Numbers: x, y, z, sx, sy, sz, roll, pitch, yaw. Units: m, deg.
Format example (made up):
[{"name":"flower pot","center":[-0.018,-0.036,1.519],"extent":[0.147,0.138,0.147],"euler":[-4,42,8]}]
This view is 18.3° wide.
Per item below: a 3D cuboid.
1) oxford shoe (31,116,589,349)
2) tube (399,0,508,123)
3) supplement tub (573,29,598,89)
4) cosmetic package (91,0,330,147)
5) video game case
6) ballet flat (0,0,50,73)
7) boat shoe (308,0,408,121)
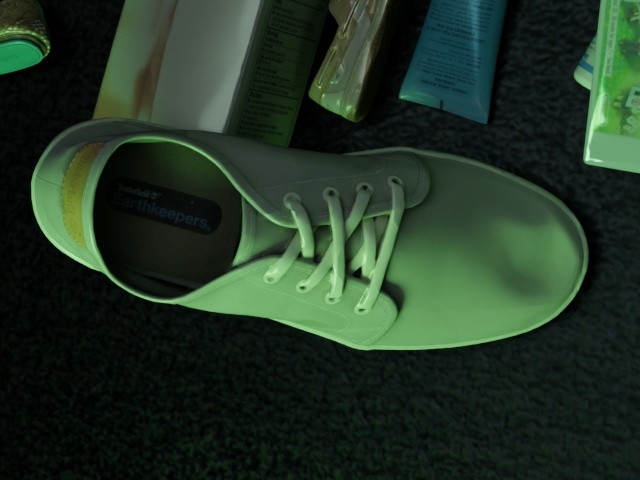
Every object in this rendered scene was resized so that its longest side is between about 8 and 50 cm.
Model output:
[{"name":"oxford shoe","center":[0.000,0.000,1.539],"extent":[0.449,0.130,0.169],"euler":[10,95,-13]},{"name":"tube","center":[0.125,-0.206,1.634],"extent":[0.080,0.052,0.207],"euler":[19,101,26]},{"name":"supplement tub","center":[0.254,-0.158,1.567],"extent":[0.071,0.071,0.107],"euler":[32,100,19]},{"name":"cosmetic package","center":[-0.098,-0.123,1.663],"extent":[0.129,0.153,0.296],"euler":[19,94,20]},{"name":"video game case","center":[0.303,-0.139,1.485],"extent":[0.193,0.023,0.212],"euler":[11,118,15]},{"name":"ballet flat","center":[-0.336,-0.175,1.811],"extent":[0.206,0.073,0.067],"euler":[-11,57,18]},{"name":"boat shoe","center":[0.033,-0.187,1.659],"extent":[0.059,0.063,0.170],"euler":[20,97,15]}]
